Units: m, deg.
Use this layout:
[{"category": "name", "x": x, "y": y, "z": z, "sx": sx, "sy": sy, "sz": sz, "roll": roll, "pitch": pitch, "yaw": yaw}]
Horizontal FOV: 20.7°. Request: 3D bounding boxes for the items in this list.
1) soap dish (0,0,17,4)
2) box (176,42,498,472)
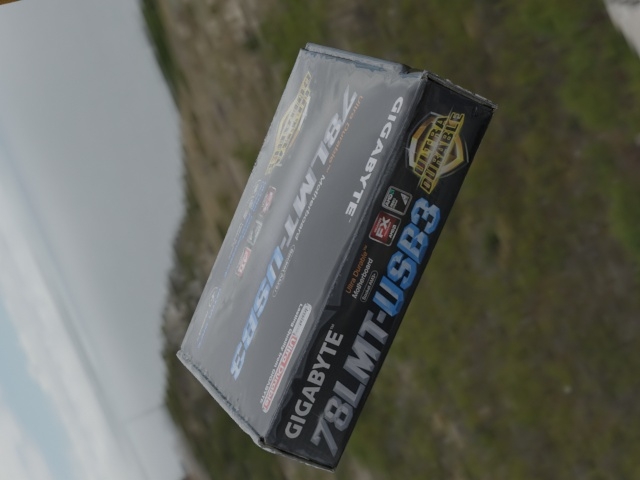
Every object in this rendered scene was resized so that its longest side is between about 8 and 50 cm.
[{"category": "soap dish", "x": -0.279, "y": -0.237, "z": 1.099, "sx": 0.118, "sy": 0.290, "sz": 0.229, "roll": 42, "pitch": 142, "yaw": 53}, {"category": "box", "x": 0.000, "y": 0.000, "z": 1.371, "sx": 0.073, "sy": 0.296, "sz": 0.293, "roll": 22, "pitch": -176, "yaw": -18}]
